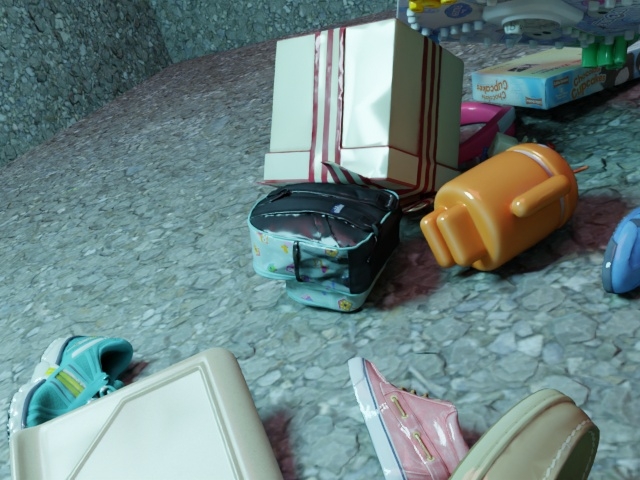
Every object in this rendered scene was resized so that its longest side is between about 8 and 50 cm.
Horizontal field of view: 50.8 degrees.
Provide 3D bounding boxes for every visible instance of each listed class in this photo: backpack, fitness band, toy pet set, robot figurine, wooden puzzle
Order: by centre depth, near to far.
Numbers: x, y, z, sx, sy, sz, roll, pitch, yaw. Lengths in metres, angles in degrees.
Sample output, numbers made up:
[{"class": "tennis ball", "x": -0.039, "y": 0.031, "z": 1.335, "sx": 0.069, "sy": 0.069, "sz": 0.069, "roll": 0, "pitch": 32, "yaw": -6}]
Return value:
[{"class": "wooden puzzle", "x": -0.163, "y": 0.230, "z": 0.640, "sx": 0.238, "sy": 0.044, "sz": 0.221, "roll": -20, "pitch": 46, "yaw": -11}, {"class": "robot figurine", "x": 0.235, "y": -0.045, "z": 0.865, "sx": 0.219, "sy": 0.158, "sz": 0.128, "roll": -29, "pitch": 57, "yaw": -18}, {"class": "backpack", "x": 0.000, "y": 0.000, "z": 0.906, "sx": 0.188, "sy": 0.144, "sz": 0.166, "roll": 15, "pitch": 39, "yaw": 19}, {"class": "toy pet set", "x": 0.313, "y": -0.114, "z": 1.052, "sx": 0.114, "sy": 0.065, "sz": 0.122, "roll": 17, "pitch": 32, "yaw": -5}, {"class": "fitness band", "x": 0.233, "y": -0.182, "z": 1.227, "sx": 0.209, "sy": 0.054, "sz": 0.291, "roll": 4, "pitch": 33, "yaw": 44}]

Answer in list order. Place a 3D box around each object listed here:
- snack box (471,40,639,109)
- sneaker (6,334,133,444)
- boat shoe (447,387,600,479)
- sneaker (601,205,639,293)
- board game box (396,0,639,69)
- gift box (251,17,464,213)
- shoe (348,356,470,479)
[{"class": "snack box", "x": 0.471, "y": -0.322, "z": 1.274, "sx": 0.322, "sy": 0.060, "sz": 0.187, "roll": -21, "pitch": 24, "yaw": -23}, {"class": "sneaker", "x": -0.288, "y": 0.194, "z": 0.791, "sx": 0.110, "sy": 0.107, "sz": 0.275, "roll": -6, "pitch": 28, "yaw": -2}, {"class": "boat shoe", "x": 0.112, "y": 0.243, "z": 0.412, "sx": 0.110, "sy": 0.122, "sz": 0.341, "roll": 12, "pitch": 49, "yaw": 40}, {"class": "sneaker", "x": 0.393, "y": -0.005, "z": 0.747, "sx": 0.209, "sy": 0.069, "sz": 0.082, "roll": -34, "pitch": 33, "yaw": -27}, {"class": "board game box", "x": 0.305, "y": -0.313, "z": 0.976, "sx": 0.390, "sy": 0.050, "sz": 0.390, "roll": 5, "pitch": 4, "yaw": 5}, {"class": "gift box", "x": 0.053, "y": -0.170, "z": 1.034, "sx": 0.255, "sy": 0.258, "sz": 0.276, "roll": 2, "pitch": -2, "yaw": 42}, {"class": "shoe", "x": 0.083, "y": 0.167, "z": 0.634, "sx": 0.081, "sy": 0.063, "sz": 0.178, "roll": -19, "pitch": 31, "yaw": -2}]
